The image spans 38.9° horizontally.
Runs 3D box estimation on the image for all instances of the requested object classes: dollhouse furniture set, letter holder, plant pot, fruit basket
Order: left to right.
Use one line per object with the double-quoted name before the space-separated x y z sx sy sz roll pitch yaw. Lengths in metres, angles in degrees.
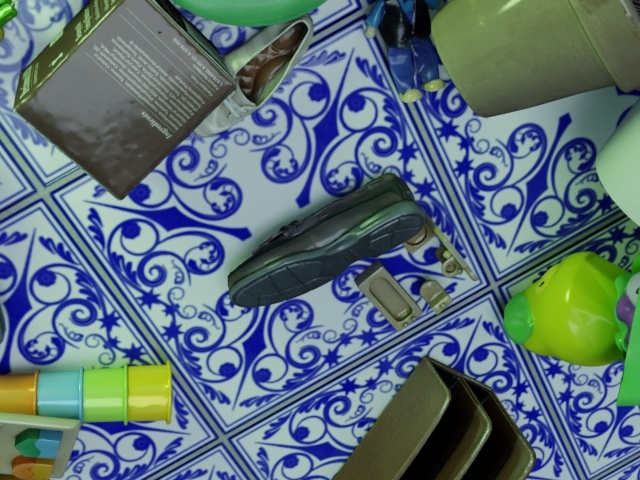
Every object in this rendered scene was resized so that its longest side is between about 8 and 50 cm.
"dollhouse furniture set" 0.147 0.066 1.345 0.151 0.123 0.144 -39 118 6
"letter holder" 0.172 0.381 1.449 0.152 0.214 0.302 28 105 -24
"plant pot" 0.272 -0.269 1.142 0.229 0.263 0.263 -27 121 22
"fruit basket" 0.465 0.075 1.355 0.391 0.392 0.283 -3 115 -13

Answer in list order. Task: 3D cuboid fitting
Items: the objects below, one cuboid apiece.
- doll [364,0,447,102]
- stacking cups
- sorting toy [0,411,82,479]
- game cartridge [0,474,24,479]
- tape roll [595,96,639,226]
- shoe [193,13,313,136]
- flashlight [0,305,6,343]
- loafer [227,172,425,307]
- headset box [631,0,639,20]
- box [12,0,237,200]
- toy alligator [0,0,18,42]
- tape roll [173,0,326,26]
"doll" 0.120 -0.287 1.214 0.129 0.046 0.189 -26 121 -14
"stacking cups" -0.375 0.218 1.306 0.316 0.096 0.096 3 114 -12
"sorting toy" -0.453 0.298 1.291 0.192 0.038 0.208 10 143 -19
"game cartridge" -0.521 0.444 1.236 0.285 0.324 0.053 5 116 -17
"tape roll" 0.511 -0.108 1.188 0.246 0.246 0.169 13 130 -20
"shoe" -0.093 -0.218 1.184 0.219 0.058 0.076 -45 117 8
"flashlight" -0.474 0.001 1.166 0.103 0.103 0.304 -12 116 -12
"loafer" 0.000 0.000 1.310 0.302 0.095 0.109 -25 149 3
"headset box" 0.520 -0.348 1.253 0.218 0.110 0.293 -11 117 -10
"box" -0.236 -0.195 1.095 0.203 0.168 0.167 -43 118 7
"toy alligator" -0.407 -0.268 1.086 0.189 0.056 0.051 -39 77 6
"tape roll" -0.087 -0.422 1.080 0.321 0.077 0.321 -6 116 -13
